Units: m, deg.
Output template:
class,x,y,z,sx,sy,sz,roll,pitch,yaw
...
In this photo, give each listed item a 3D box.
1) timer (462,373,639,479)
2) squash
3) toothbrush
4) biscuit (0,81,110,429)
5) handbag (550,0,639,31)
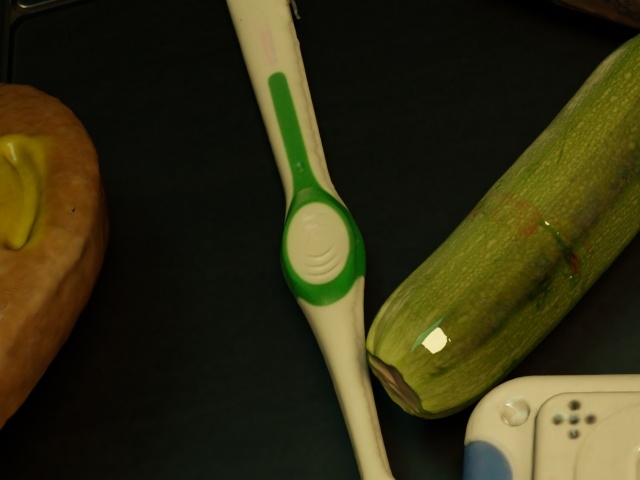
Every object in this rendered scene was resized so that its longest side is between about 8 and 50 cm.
class,x,y,z,sx,sy,sz,roll,pitch,yaw
timer,0.172,0.128,0.530,0.253,0.078,0.178,-4,55,17
squash,0.105,-0.012,0.647,0.066,0.066,0.229,30,64,33
toothbrush,-0.002,-0.003,0.701,0.042,0.040,0.418,-20,53,7
biscuit,-0.290,0.056,0.692,0.350,0.070,0.394,10,51,39
handbag,0.196,-0.209,0.690,0.251,0.190,0.193,25,62,23
